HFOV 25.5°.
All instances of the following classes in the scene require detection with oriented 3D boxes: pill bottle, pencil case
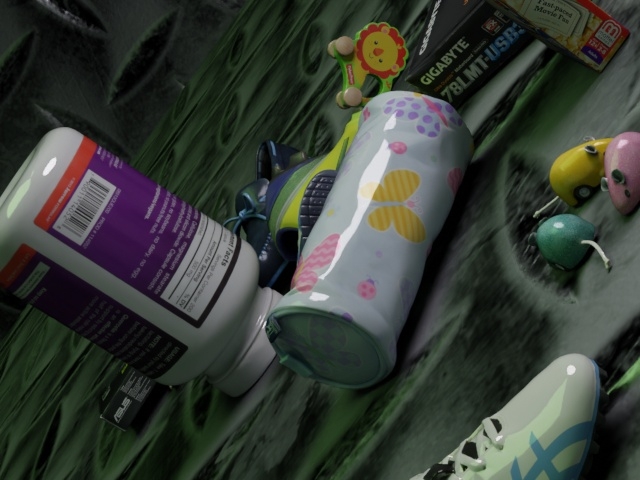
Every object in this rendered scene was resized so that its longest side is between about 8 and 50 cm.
[{"bbox_3d":[-0.194,0.033,1.512,0.181,0.323,0.181,-51,16,20],"label":"pill bottle"},{"bbox_3d":[0.047,-0.003,1.238,0.273,0.113,0.124,-66,4,-32],"label":"pencil case"}]

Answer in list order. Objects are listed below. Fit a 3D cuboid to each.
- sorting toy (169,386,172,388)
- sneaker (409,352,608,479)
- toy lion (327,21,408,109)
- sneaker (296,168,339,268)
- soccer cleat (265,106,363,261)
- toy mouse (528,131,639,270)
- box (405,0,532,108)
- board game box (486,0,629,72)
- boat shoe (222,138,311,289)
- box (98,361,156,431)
[{"bbox_3d":[-0.177,0.157,1.813,0.062,0.012,0.083,-54,14,-1],"label":"sorting toy"},{"bbox_3d":[0.081,0.158,0.836,0.237,0.086,0.085,-52,13,9],"label":"sneaker"},{"bbox_3d":[0.062,-0.213,1.716,0.034,0.096,0.100,170,91,-71],"label":"toy lion"},{"bbox_3d":[0.000,0.000,1.431,0.059,0.053,0.144,129,148,-82],"label":"sneaker"},{"bbox_3d":[0.038,-0.058,1.487,0.289,0.093,0.121,-29,61,52],"label":"soccer cleat"},{"bbox_3d":[0.189,-0.030,0.995,0.161,0.031,0.143,-46,18,35],"label":"toy mouse"},{"bbox_3d":[0.221,-0.315,1.435,0.293,0.073,0.295,-40,21,45],"label":"box"},{"bbox_3d":[0.154,-0.223,1.200,0.045,0.193,0.147,-54,15,8],"label":"board game box"},{"bbox_3d":[-0.071,-0.030,1.717,0.109,0.089,0.258,-49,16,27],"label":"boat shoe"},{"bbox_3d":[-0.228,0.155,1.886,0.191,0.045,0.184,-57,6,-4],"label":"box"}]
